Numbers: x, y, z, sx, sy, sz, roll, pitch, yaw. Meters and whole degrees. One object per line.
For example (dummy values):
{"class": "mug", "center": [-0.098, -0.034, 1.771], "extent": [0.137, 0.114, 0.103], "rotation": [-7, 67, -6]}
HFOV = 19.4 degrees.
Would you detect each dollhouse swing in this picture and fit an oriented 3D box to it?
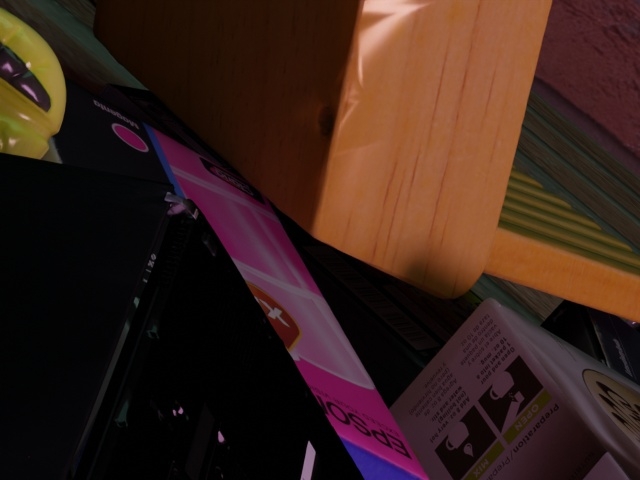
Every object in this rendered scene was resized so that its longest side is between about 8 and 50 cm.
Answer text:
{"class": "dollhouse swing", "center": [0.068, -0.142, 1.156], "extent": [0.305, 0.315, 0.347], "rotation": [1, 22, -28]}

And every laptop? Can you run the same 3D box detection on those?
{"class": "laptop", "center": [-0.100, 0.088, 0.640], "extent": [0.264, 0.136, 0.234], "rotation": [60, 20, -23]}

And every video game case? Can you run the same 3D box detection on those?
{"class": "video game case", "center": [0.000, 0.000, 1.243], "extent": [0.275, 0.035, 0.248], "rotation": [42, 14, 16]}

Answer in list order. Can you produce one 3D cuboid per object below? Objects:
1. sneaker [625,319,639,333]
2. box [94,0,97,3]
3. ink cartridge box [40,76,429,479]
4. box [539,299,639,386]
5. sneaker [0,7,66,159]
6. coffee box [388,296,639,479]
{"class": "sneaker", "center": [0.344, 0.136, 1.623], "extent": [0.132, 0.086, 0.228], "rotation": [16, 16, -47]}
{"class": "box", "center": [-0.096, -0.215, 1.603], "extent": [0.322, 0.079, 0.257], "rotation": [21, 20, -52]}
{"class": "ink cartridge box", "center": [-0.060, 0.047, 0.887], "extent": [0.175, 0.069, 0.371], "rotation": [30, 18, -32]}
{"class": "box", "center": [0.210, 0.147, 1.151], "extent": [0.207, 0.108, 0.153], "rotation": [36, 14, -8]}
{"class": "sneaker", "center": [-0.256, -0.114, 0.857], "extent": [0.295, 0.109, 0.123], "rotation": [35, -9, -10]}
{"class": "coffee box", "center": [0.157, 0.178, 0.889], "extent": [0.168, 0.119, 0.297], "rotation": [30, 16, -35]}
